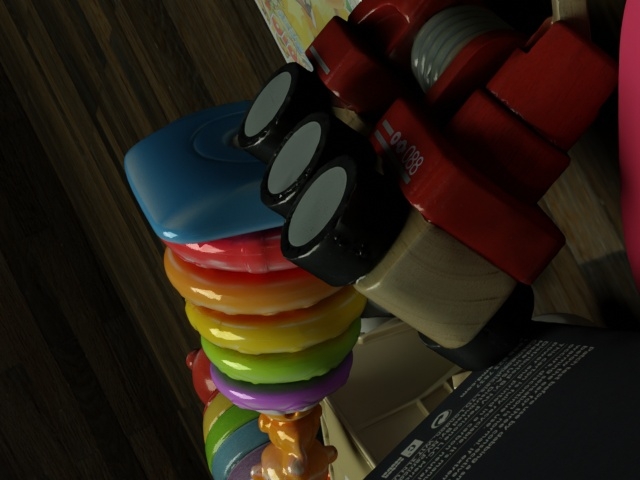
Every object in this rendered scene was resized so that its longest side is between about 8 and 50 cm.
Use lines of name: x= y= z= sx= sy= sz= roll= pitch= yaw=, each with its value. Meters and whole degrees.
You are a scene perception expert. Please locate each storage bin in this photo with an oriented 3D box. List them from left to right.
storage bin: x=0.107 y=0.231 z=1.079 sx=0.260 sy=0.123 sz=0.262 roll=53 pitch=162 yaw=36

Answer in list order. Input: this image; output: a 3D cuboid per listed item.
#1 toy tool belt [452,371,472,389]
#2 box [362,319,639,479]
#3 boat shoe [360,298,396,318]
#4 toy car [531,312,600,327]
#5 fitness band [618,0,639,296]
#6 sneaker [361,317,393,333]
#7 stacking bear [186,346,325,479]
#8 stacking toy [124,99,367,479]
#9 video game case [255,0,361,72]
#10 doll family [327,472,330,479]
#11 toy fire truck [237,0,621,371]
toy tool belt: x=0.134 y=0.119 z=0.938 sx=0.083 sy=0.051 sz=0.052 roll=55 pitch=163 yaw=27
box: x=0.194 y=0.219 z=0.530 sx=0.343 sy=0.179 sz=0.312 roll=50 pitch=168 yaw=-11
boat shoe: x=0.081 y=0.016 z=0.934 sx=0.226 sy=0.083 sz=0.075 roll=155 pitch=116 yaw=-74
toy car: x=0.120 y=0.143 z=0.774 sx=0.159 sy=0.136 sz=0.182 roll=65 pitch=-154 yaw=-26
fitness band: x=0.201 y=-0.005 z=0.532 sx=0.209 sy=0.054 sz=0.290 roll=52 pitch=160 yaw=45
sneaker: x=0.000 y=0.000 z=1.135 sx=0.235 sy=0.090 sz=0.095 roll=56 pitch=154 yaw=20
stacking bear: x=-0.076 y=0.233 z=1.637 sx=0.164 sy=0.175 sz=0.289 roll=78 pitch=167 yaw=-47
stacking toy: x=-0.028 y=0.062 z=0.945 sx=0.166 sy=0.175 sz=0.301 roll=-125 pitch=25 yaw=-60
video game case: x=0.009 y=-0.151 z=0.957 sx=0.227 sy=0.026 sz=0.206 roll=62 pitch=165 yaw=3
doll family: x=0.034 y=0.298 z=1.333 sx=0.118 sy=0.263 sz=0.163 roll=14 pitch=129 yaw=13
toy fire truck: x=0.071 y=-0.099 z=0.656 sx=0.158 sy=0.246 sz=0.217 roll=33 pitch=-166 yaw=-24
